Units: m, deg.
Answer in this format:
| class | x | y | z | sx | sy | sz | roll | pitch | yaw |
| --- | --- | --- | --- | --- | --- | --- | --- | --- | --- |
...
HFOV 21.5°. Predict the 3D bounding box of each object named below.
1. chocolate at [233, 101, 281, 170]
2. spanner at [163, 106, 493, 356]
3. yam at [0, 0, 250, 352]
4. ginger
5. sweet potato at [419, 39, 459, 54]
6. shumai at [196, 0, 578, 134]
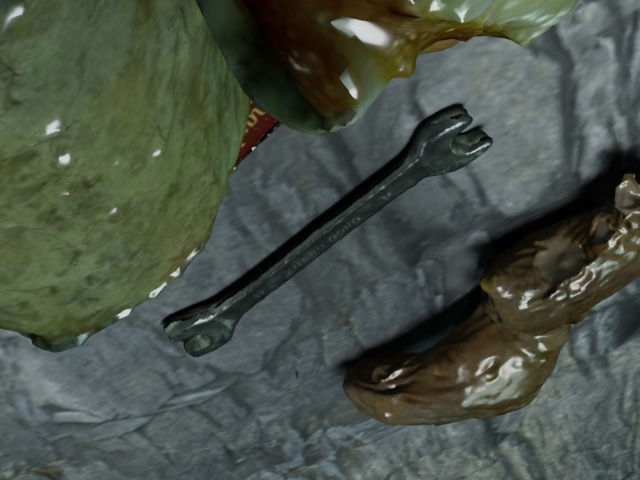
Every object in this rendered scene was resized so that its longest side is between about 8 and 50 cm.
| class | x | y | z | sx | sy | sz | roll | pitch | yaw |
| --- | --- | --- | --- | --- | --- | --- | --- | --- | --- |
| chocolate | -0.042 | -0.079 | 0.828 | 0.086 | 0.028 | 0.182 | 14 | 135 | -40 |
| spanner | 0.000 | 0.000 | 1.014 | 0.254 | 0.015 | 0.054 | -37 | 150 | 25 |
| yam | -0.132 | -0.103 | 0.529 | 0.195 | 0.195 | 0.300 | -23 | 154 | -1 |
| ginger | 0.136 | 0.055 | 1.144 | 0.290 | 0.084 | 0.122 | -40 | 155 | 30 |
| sweet potato | -0.036 | -0.087 | 0.713 | 0.310 | 0.124 | 0.098 | -25 | 142 | 22 |
| shumai | 0.051 | -0.159 | 0.525 | 0.203 | 0.222 | 0.272 | -21 | -165 | 16 |
